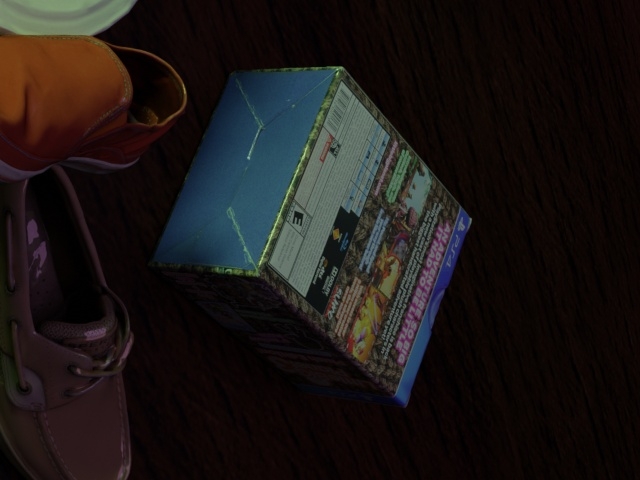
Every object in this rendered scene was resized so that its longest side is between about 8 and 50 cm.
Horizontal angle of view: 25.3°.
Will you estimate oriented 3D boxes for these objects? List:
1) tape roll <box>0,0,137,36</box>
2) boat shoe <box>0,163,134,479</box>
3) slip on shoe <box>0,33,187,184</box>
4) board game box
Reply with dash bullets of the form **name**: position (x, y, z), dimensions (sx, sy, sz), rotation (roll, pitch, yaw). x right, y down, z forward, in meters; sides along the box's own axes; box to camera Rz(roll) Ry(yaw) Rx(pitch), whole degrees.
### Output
- **tape roll**: position (-0.250, -0.294, 1.138), dimensions (0.286, 0.100, 0.286), rotation (-7, 98, -53)
- **boat shoe**: position (-0.222, 0.084, 1.195), dimensions (0.122, 0.110, 0.341), rotation (-41, 124, -43)
- **slip on shoe**: position (-0.198, -0.111, 1.069), dimensions (0.123, 0.101, 0.331), rotation (60, 17, 9)
- **board game box**: position (0.000, 0.000, 1.453), dimensions (0.291, 0.141, 0.232), rotation (45, 58, -44)
